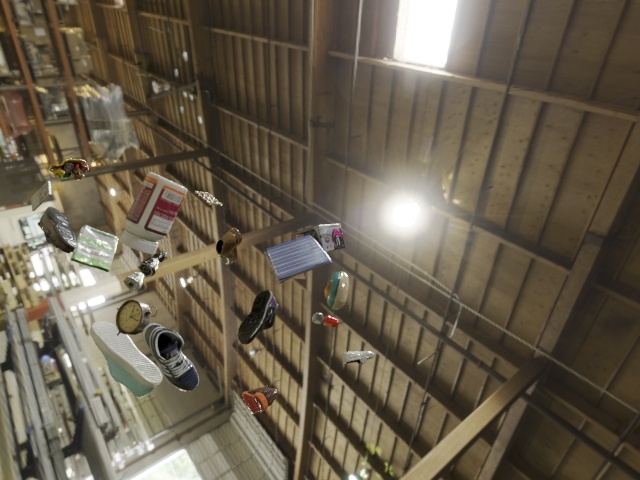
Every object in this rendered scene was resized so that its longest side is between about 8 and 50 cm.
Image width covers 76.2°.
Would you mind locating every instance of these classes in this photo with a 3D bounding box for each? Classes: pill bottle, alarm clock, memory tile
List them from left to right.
[{"bbox_3d":[-0.691,0.287,1.545,0.191,0.064,0.130,-17,-111,20],"label":"alarm clock"},{"bbox_3d":[-0.884,-0.141,2.153,0.224,0.224,0.393,22,-94,48],"label":"pill bottle"},{"bbox_3d":[-0.639,-0.239,2.323,0.148,0.113,0.012,38,-71,25],"label":"memory tile"}]

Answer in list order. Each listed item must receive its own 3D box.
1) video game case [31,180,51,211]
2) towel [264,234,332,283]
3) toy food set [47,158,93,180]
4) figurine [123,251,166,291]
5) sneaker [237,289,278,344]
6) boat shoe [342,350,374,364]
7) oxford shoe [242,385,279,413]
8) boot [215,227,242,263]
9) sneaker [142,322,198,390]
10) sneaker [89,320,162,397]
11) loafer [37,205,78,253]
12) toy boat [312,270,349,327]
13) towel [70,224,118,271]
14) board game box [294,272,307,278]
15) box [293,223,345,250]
[{"bbox_3d":[-1.225,-0.195,1.788,0.122,0.011,0.087,-37,-123,14],"label":"video game case"},{"bbox_3d":[-0.108,0.075,1.816,0.336,0.243,0.040,-130,-157,-64],"label":"towel"},{"bbox_3d":[-1.200,-0.336,1.981,0.128,0.218,0.071,-27,-90,23],"label":"toy food set"},{"bbox_3d":[-0.952,0.161,2.236,0.215,0.209,0.092,-40,-77,17],"label":"figurine"},{"bbox_3d":[-0.245,0.348,1.736,0.107,0.283,0.124,-13,-60,28],"label":"sneaker"},{"bbox_3d":[0.206,0.625,2.158,0.066,0.184,0.063,-54,-144,45],"label":"boat shoe"},{"bbox_3d":[-0.260,0.681,1.760,0.271,0.098,0.097,-28,-94,56],"label":"oxford shoe"},{"bbox_3d":[-0.486,0.047,2.065,0.112,0.115,0.305,48,-33,10],"label":"boot"},{"bbox_3d":[-0.489,0.406,1.378,0.153,0.099,0.282,-10,-66,52],"label":"sneaker"},{"bbox_3d":[-0.821,0.495,1.655,0.366,0.135,0.150,44,-80,7],"label":"sneaker"},{"bbox_3d":[-1.016,-0.023,1.575,0.302,0.095,0.109,39,-8,38],"label":"loafer"},{"bbox_3d":[0.058,0.329,2.238,0.267,0.148,0.319,-77,-178,-75],"label":"toy boat"},{"bbox_3d":[-0.695,0.023,1.263,0.023,0.113,0.152,-48,-144,26],"label":"towel"},{"bbox_3d":[-0.136,0.121,2.265,0.146,0.194,0.045,4,-41,12],"label":"board game box"},{"bbox_3d":[0.000,0.000,2.159,0.163,0.247,0.142,-14,-93,29],"label":"box"}]
